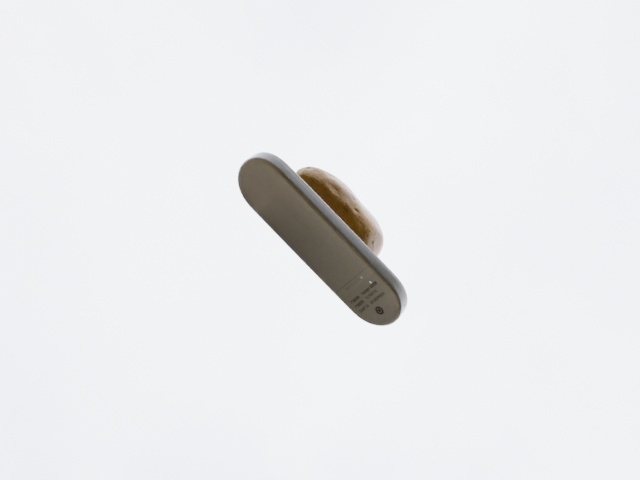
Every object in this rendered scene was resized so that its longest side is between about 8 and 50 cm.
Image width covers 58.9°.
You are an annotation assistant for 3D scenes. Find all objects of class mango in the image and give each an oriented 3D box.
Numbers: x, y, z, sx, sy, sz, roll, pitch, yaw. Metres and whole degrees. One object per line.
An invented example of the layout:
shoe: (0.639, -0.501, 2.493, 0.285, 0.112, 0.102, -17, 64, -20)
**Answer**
mango: (0.030, -0.044, 1.066, 0.109, 0.147, 0.227, -30, -69, 38)

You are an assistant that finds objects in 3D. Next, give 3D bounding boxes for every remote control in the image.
remote control: (0.000, 0.000, 0.634, 0.245, 0.022, 0.077, 45, -43, 1)
